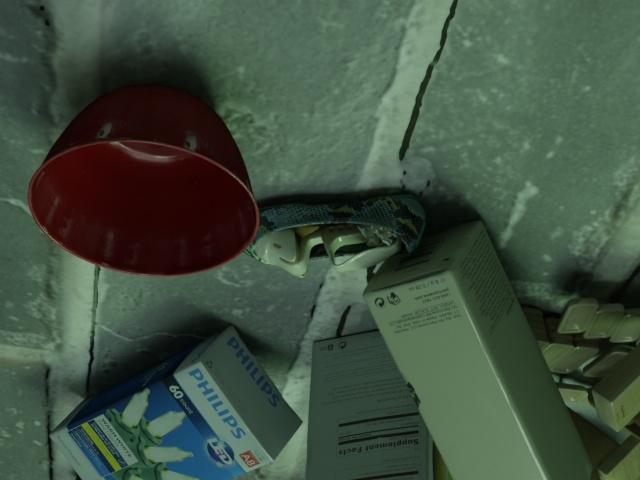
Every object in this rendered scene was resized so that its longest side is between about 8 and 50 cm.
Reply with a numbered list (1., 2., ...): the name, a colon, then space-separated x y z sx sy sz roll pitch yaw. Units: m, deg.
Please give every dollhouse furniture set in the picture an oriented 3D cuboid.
1. dollhouse furniture set: 0.277 0.140 1.255 0.144 0.123 0.151 -40 137 -15

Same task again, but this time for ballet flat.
1. ballet flat: 0.000 0.000 1.139 0.188 0.070 0.070 -9 143 18

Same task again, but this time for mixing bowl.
1. mixing bowl: -0.136 -0.060 1.032 0.181 0.098 0.181 2 146 1

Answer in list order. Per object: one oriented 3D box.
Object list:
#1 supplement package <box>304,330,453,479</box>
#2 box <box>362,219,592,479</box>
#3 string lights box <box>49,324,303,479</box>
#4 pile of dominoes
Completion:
1. supplement package: 0.071 0.229 1.305 0.133 0.244 0.139 -12 143 21
2. box: 0.147 0.130 1.163 0.094 0.113 0.275 -17 106 29
3. string lights box: -0.159 0.203 1.386 0.259 0.077 0.133 -29 101 37
4. pile of dominoes: 0.303 0.109 1.317 0.251 0.040 0.196 9 145 -24
